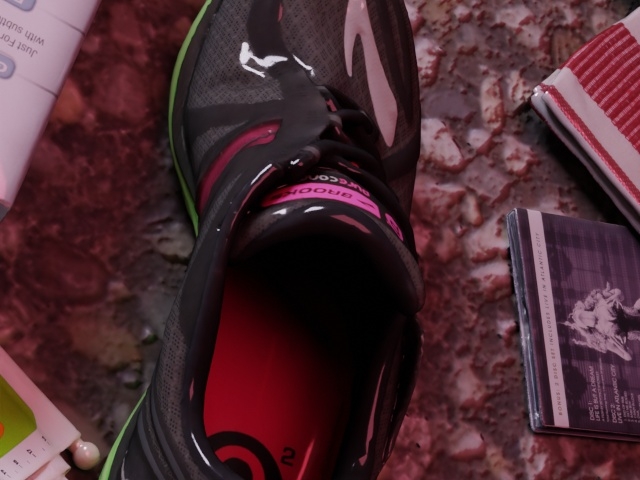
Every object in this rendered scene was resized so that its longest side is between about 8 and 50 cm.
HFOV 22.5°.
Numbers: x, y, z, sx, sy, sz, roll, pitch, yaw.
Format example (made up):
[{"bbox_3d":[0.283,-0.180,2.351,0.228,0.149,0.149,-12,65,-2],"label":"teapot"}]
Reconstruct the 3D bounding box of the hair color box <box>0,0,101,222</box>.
[{"bbox_3d":[-0.220,-0.186,0.970,0.185,0.113,0.374,27,56,-16],"label":"hair color box"}]

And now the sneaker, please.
[{"bbox_3d":[0.000,0.000,0.950,0.185,0.202,0.483,19,59,-22],"label":"sneaker"}]

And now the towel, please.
[{"bbox_3d":[0.327,-0.097,1.280,0.237,0.037,0.329,50,52,3],"label":"towel"}]

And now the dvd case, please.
[{"bbox_3d":[0.238,0.068,1.170,0.221,0.018,0.164,9,63,-27],"label":"dvd case"}]

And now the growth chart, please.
[{"bbox_3d":[-0.193,0.106,0.830,0.172,0.021,0.237,46,17,-11],"label":"growth chart"}]
